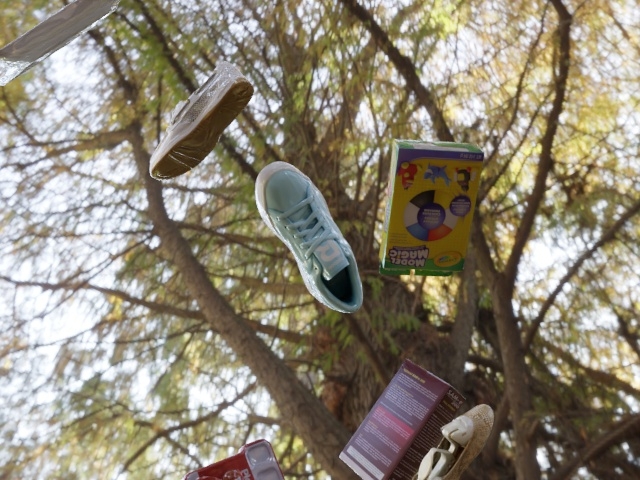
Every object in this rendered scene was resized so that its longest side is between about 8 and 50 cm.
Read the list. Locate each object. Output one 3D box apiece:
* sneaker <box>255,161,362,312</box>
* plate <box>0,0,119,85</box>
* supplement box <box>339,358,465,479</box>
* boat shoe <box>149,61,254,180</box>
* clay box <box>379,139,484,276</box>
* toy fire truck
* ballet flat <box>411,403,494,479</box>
[{"bbox_3d":[0.000,0.000,1.345,0.135,0.150,0.366,-40,-58,-15],"label":"sneaker"},{"bbox_3d":[-0.470,-0.353,1.145,0.277,0.278,0.045,2,-48,52],"label":"plate"},{"bbox_3d":[0.159,0.368,1.285,0.073,0.130,0.239,43,-100,-37],"label":"supplement box"},{"bbox_3d":[-0.251,-0.239,1.315,0.277,0.096,0.098,-44,-23,13],"label":"boat shoe"},{"bbox_3d":[0.162,-0.036,0.988,0.127,0.053,0.222,2,-66,-4],"label":"clay box"},{"bbox_3d":[-0.153,0.575,1.314,0.253,0.302,0.169,-13,-25,-34],"label":"toy fire truck"},{"bbox_3d":[0.222,0.358,1.114,0.067,0.073,0.206,43,-106,-27],"label":"ballet flat"}]
